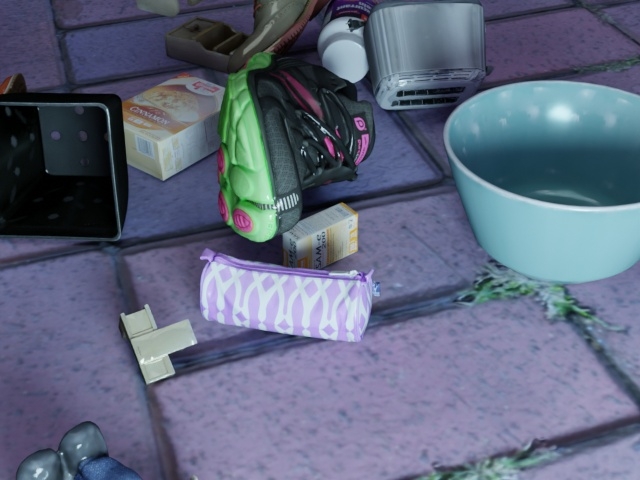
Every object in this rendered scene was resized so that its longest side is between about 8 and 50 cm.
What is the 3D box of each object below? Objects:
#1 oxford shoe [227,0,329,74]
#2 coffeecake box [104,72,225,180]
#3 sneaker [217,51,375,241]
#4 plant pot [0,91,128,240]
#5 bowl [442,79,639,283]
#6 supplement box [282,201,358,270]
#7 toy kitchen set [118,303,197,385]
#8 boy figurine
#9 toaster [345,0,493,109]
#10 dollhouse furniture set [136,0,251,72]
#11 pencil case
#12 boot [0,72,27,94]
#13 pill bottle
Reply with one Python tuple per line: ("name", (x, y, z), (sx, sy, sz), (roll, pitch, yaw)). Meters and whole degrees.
("oxford shoe", (-0.083, -0.399, 1.678), (0.130, 0.123, 0.348), (40, 53, -10))
("coffeecake box", (-0.224, -0.179, 1.482), (0.142, 0.068, 0.185), (24, 42, 32))
("sneaker", (-0.026, -0.150, 1.308), (0.202, 0.185, 0.483), (6, 28, 2))
("plant pot", (-0.351, -0.120, 1.322), (0.187, 0.188, 0.167), (1, 24, 4))
("bowl", (0.307, -0.061, 1.218), (0.311, 0.163, 0.311), (-2, 36, 1))
("supplement box", (0.000, 0.000, 1.230), (0.098, 0.062, 0.036), (-25, 43, -28))
("toy kitchen set", (-0.183, 0.117, 1.102), (0.068, 0.075, 0.083), (-19, 79, -18))
("boy figurine", (-0.152, 0.275, 0.834), (0.177, 0.092, 0.285), (-28, 40, -36))
("toaster", (0.160, -0.296, 1.539), (0.227, 0.129, 0.147), (-4, 75, -10))
("dollhouse furniture set", (-0.189, -0.433, 1.684), (0.161, 0.242, 0.212), (20, 41, 26))
("pencil case", (-0.038, 0.064, 1.122), (0.206, 0.088, 0.086), (5, 35, 10))
("boot", (-0.531, -0.223, 1.567), (0.084, 0.059, 0.158), (0, 37, 10))
("pill bottle", (0.052, -0.350, 1.674), (0.108, 0.108, 0.193), (3, 36, 6))
